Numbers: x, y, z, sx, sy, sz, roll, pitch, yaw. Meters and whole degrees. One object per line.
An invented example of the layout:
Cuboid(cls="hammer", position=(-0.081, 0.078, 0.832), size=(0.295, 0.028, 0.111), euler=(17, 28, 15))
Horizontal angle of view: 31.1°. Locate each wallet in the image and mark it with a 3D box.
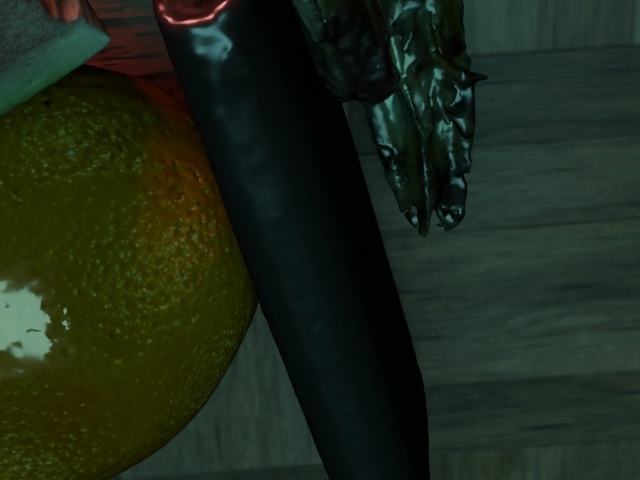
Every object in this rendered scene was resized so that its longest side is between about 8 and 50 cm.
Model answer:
Cuboid(cls="wallet", position=(-0.001, 0.000, 0.705), size=(0.062, 0.228, 0.406), euler=(-13, 122, 8))

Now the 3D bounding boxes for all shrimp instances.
Cuboid(cls="shrimp", position=(0.027, -0.170, 0.639), size=(0.085, 0.272, 0.445), euler=(-4, 126, 18))

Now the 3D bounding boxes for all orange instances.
Cuboid(cls="orange", position=(-0.171, 0.018, 0.707), size=(0.274, 0.274, 0.274), euler=(-1, 115, -3))

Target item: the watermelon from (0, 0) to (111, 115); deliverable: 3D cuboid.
Cuboid(cls="watermelon", position=(-0.232, -0.138, 0.544), size=(0.193, 0.310, 0.232), euler=(51, 135, 10))
